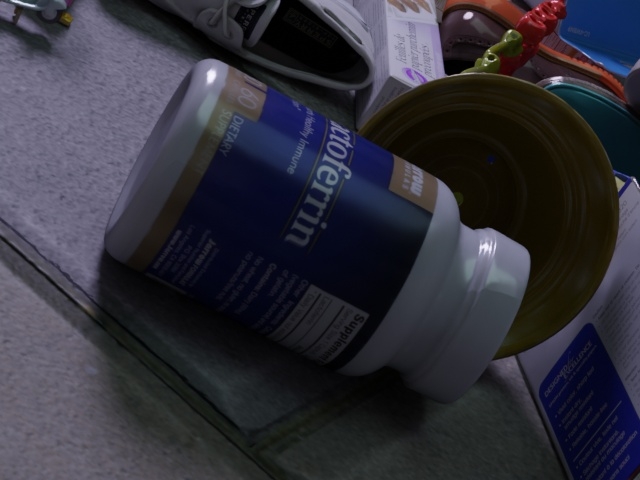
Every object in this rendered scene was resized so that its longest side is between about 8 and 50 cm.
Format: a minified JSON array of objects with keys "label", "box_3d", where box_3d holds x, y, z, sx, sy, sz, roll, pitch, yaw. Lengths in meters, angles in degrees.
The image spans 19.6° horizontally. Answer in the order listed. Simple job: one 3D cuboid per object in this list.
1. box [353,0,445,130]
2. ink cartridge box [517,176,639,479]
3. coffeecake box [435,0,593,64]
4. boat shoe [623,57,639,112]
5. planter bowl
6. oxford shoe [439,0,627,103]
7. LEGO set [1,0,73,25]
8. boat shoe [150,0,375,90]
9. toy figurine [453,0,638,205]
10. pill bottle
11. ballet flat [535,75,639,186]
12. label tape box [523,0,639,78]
[{"label":"box","box_3d":[0.074,-0.187,1.783,0.063,0.067,0.324,26,25,-13]},{"label":"ink cartridge box","box_3d":[0.245,0.127,1.287,0.069,0.176,0.371,19,28,-26]},{"label":"coffeecake box","box_3d":[0.217,-0.247,2.047,0.185,0.068,0.142,32,24,-2]},{"label":"boat shoe","box_3d":[0.401,-0.149,1.821,0.127,0.158,0.340,35,-6,22]},{"label":"planter bowl","box_3d":[0.108,-0.024,1.391,0.217,0.217,0.090,27,9,-11]},{"label":"oxford shoe","box_3d":[0.222,-0.139,1.871,0.271,0.097,0.098,33,58,-16]},{"label":"LEGO set","box_3d":[-0.232,-0.287,1.561,0.132,0.107,0.287,18,29,-28]},{"label":"boat shoe","box_3d":[-0.066,-0.206,1.634,0.267,0.096,0.088,29,20,-26]},{"label":"toy figurine","box_3d":[0.206,-0.060,1.579,0.217,0.191,0.362,40,27,4]},{"label":"pill bottle","box_3d":[0.000,0.000,1.263,0.265,0.153,0.153,28,26,-11]},{"label":"ballet flat","box_3d":[0.325,-0.047,1.805,0.316,0.107,0.106,38,5,0]},{"label":"label tape box","box_3d":[0.309,-0.300,2.037,0.249,0.115,0.347,9,31,-43]}]
